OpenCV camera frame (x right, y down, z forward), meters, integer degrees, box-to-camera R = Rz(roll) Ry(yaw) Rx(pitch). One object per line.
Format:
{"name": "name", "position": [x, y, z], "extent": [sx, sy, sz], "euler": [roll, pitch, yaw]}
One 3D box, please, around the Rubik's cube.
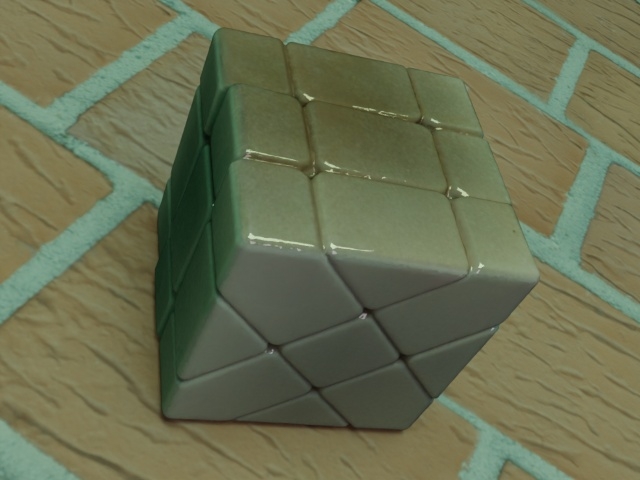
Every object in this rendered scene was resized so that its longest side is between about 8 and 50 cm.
{"name": "Rubik's cube", "position": [0.000, 0.000, 0.939], "extent": [0.318, 0.322, 0.316], "euler": [8, 46, -21]}
